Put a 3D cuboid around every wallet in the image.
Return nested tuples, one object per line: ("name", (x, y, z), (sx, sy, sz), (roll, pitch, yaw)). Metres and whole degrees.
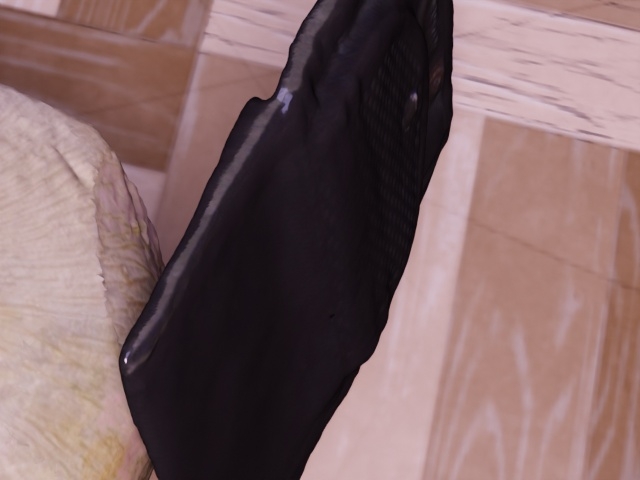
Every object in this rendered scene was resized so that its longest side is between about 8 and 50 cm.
("wallet", (0.000, 0.000, 0.921), (0.041, 0.247, 0.323), (18, 58, 20))

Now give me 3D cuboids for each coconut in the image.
("coconut", (-0.206, 0.054, 0.852), (0.297, 0.254, 0.297), (3, 61, -5))
